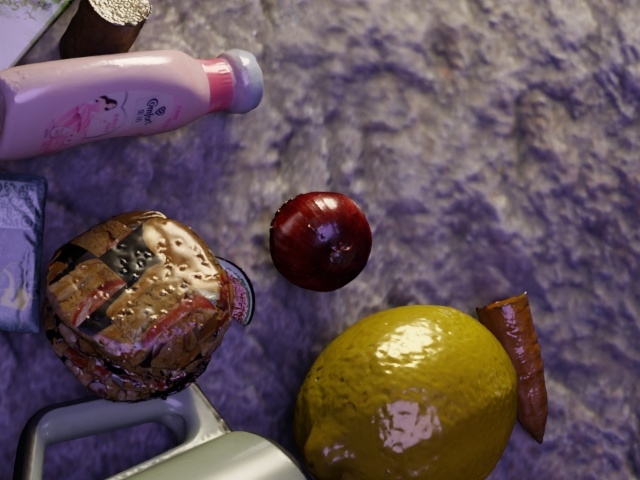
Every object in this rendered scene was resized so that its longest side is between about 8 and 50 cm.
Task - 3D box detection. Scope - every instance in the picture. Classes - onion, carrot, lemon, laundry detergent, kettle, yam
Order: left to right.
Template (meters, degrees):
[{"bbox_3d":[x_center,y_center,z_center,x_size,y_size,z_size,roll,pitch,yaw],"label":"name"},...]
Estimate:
[{"bbox_3d":[-0.253,-0.250,1.614,0.084,0.127,0.084,11,61,-20],"label":"yam"},{"bbox_3d":[-0.215,0.336,1.521,0.376,0.250,0.361,-22,63,-39],"label":"kettle"},{"bbox_3d":[-0.226,-0.166,1.615,0.335,0.159,0.088,-12,73,-31],"label":"laundry detergent"},{"bbox_3d":[0.000,0.000,1.691,0.131,0.131,0.131,1,87,-18],"label":"onion"},{"bbox_3d":[0.099,0.206,1.643,0.319,0.245,0.245,-25,95,-39],"label":"lemon"},{"bbox_3d":[0.260,0.172,1.803,0.072,0.072,0.205,-18,99,-18],"label":"carrot"}]

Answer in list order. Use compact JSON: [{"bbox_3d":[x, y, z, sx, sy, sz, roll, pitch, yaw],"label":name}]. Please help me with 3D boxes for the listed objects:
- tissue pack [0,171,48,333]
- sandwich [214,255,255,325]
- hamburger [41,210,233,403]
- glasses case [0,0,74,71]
[{"bbox_3d":[-0.445,0.009,1.567,0.257,0.081,0.185,4,85,-18],"label":"tissue pack"},{"bbox_3d":[-0.124,0.058,1.700,0.101,0.026,0.069,21,85,-13],"label":"sandwich"},{"bbox_3d":[-0.210,0.073,1.601,0.231,0.107,0.231,5,54,-7],"label":"hamburger"},{"bbox_3d":[-0.375,-0.254,1.614,0.095,0.062,0.272,41,76,-12],"label":"glasses case"}]
